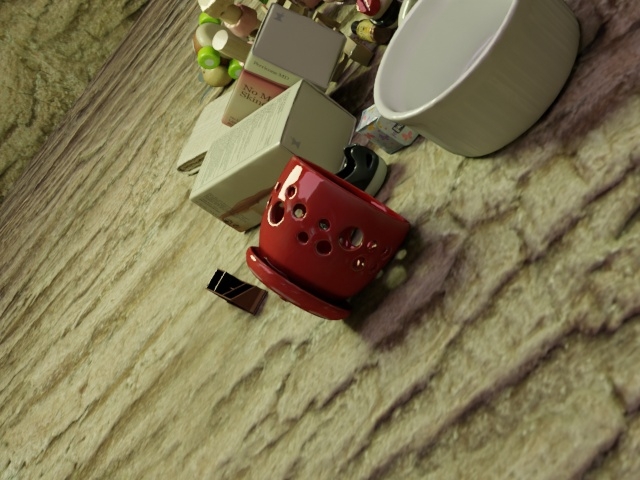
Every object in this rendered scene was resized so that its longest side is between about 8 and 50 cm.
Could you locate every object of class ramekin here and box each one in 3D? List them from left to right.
[{"bbox_3d":[0.212,-0.245,1.356,0.277,0.135,0.277,-42,29,30],"label":"ramekin"}]

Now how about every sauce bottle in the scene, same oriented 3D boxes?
[{"bbox_3d":[0.089,-0.383,1.851,0.042,0.042,0.128,-56,23,2],"label":"sauce bottle"}]

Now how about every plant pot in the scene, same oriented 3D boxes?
[{"bbox_3d":[0.000,0.000,1.390,0.174,0.191,0.191,-57,25,6],"label":"plant pot"}]

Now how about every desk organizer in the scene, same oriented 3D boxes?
[{"bbox_3d":[-0.144,0.084,1.713,0.047,0.050,0.130,-61,25,-7],"label":"desk organizer"}]

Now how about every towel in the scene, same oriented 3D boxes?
[{"bbox_3d":[-0.216,-0.255,2.246,0.282,0.049,0.187,-16,45,56],"label":"towel"}]

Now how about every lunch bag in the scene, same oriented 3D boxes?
[{"bbox_3d":[0.107,-0.176,1.538,0.083,0.071,0.053,-25,39,48],"label":"lunch bag"}]

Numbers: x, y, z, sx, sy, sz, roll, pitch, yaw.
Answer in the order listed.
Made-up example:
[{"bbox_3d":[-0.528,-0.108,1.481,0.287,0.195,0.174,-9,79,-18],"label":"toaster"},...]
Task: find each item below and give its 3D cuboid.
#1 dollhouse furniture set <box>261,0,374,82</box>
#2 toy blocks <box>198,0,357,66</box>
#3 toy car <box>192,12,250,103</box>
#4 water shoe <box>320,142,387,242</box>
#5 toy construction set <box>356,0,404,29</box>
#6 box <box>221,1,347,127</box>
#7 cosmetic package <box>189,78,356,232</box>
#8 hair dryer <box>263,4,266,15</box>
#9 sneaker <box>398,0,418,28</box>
[{"bbox_3d":[-0.022,-0.362,1.866,0.101,0.161,0.182,-59,31,17],"label":"dollhouse furniture set"},{"bbox_3d":[-0.079,-0.524,2.080,0.288,0.260,0.309,-40,56,25],"label":"toy blocks"},{"bbox_3d":[-0.257,-0.421,2.422,0.188,0.149,0.155,-49,34,44],"label":"toy car"},{"bbox_3d":[0.020,-0.054,1.543,0.203,0.080,0.073,-59,25,-4],"label":"water shoe"},{"bbox_3d":[0.119,-0.537,1.702,0.237,0.309,0.257,-30,44,36],"label":"toy construction set"},{"bbox_3d":[-0.069,-0.285,1.816,0.232,0.148,0.127,126,166,-60],"label":"box"},{"bbox_3d":[-0.088,-0.141,1.784,0.296,0.129,0.153,-24,39,50],"label":"cosmetic package"},{"bbox_3d":[-0.048,-0.588,2.290,0.223,0.080,0.293,-49,27,16],"label":"hair dryer"},{"bbox_3d":[0.238,-0.439,1.567,0.350,0.131,0.148,-50,18,1],"label":"sneaker"}]
